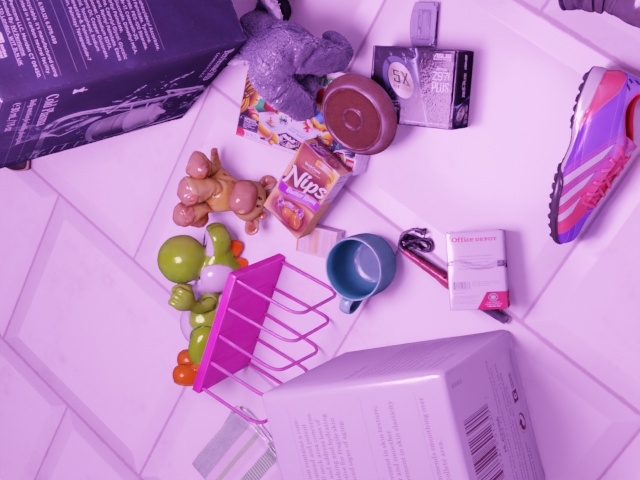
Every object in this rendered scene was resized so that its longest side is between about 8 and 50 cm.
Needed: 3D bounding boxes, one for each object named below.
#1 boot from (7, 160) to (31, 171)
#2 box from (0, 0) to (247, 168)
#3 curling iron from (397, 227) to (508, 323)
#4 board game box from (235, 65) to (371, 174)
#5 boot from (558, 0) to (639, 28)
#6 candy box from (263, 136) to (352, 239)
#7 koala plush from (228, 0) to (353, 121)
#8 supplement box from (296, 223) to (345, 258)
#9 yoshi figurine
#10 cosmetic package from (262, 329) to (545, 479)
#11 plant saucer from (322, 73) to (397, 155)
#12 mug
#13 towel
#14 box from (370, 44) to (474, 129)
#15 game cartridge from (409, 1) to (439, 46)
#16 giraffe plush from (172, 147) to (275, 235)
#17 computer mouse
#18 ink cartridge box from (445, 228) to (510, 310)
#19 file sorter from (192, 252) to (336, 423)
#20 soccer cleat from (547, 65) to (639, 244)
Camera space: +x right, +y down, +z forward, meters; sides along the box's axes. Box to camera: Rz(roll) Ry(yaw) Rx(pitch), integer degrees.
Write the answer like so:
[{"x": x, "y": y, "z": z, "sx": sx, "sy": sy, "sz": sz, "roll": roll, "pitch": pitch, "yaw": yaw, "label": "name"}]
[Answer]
[{"x": -0.861, "y": -0.218, "z": 2.399, "sx": 0.198, "sy": 0.137, "sz": 0.077, "roll": 17, "pitch": 108, "yaw": 28, "label": "boot"}, {"x": -0.471, "y": -0.382, "z": 1.826, "sx": 0.480, "sy": 0.472, "sz": 0.297, "roll": -26, "pitch": 87, "yaw": 64, "label": "box"}, {"x": 0.257, "y": 0.070, "z": 1.817, "sx": 0.274, "sy": 0.035, "sz": 0.068, "roll": 43, "pitch": 118, "yaw": 18, "label": "curling iron"}, {"x": -0.027, "y": -0.271, "z": 1.917, "sx": 0.305, "sy": 0.053, "sz": 0.193, "roll": 21, "pitch": 109, "yaw": 27, "label": "board game box"}, {"x": 0.520, "y": -0.516, "z": 1.498, "sx": 0.223, "sy": 0.118, "sz": 0.338, "roll": 29, "pitch": 109, "yaw": 30, "label": "boot"}, {"x": -0.028, "y": -0.106, "z": 1.895, "sx": 0.109, "sy": 0.053, "sz": 0.186, "roll": 45, "pitch": 124, "yaw": 15, "label": "candy box"}, {"x": -0.092, "y": -0.378, "z": 1.813, "sx": 0.196, "sy": 0.203, "sz": 0.221, "roll": -53, "pitch": 57, "yaw": 20, "label": "koala plush"}, {"x": 0.000, "y": 0.000, "z": 1.963, "sx": 0.098, "sy": 0.036, "sz": 0.062, "roll": 15, "pitch": 106, "yaw": 29, "label": "supplement box"}, {"x": -0.293, "y": 0.133, "z": 2.086, "sx": 0.204, "sy": 0.203, "sz": 0.362, "roll": 17, "pitch": 105, "yaw": 35, "label": "yoshi figurine"}, {"x": 0.163, "y": 0.382, "z": 1.765, "sx": 0.394, "sy": 0.327, "sz": 0.329, "roll": -12, "pitch": 93, "yaw": 32, "label": "cosmetic package"}, {"x": 0.068, "y": -0.237, "z": 1.786, "sx": 0.168, "sy": 0.029, "sz": 0.168, "roll": 18, "pitch": 126, "yaw": 26, "label": "plant saucer"}, {"x": 0.080, "y": 0.057, "z": 1.889, "sx": 0.158, "sy": 0.097, "sz": 0.129, "roll": -41, "pitch": 78, "yaw": 32, "label": "mug"}, {"x": -0.144, "y": 0.573, "z": 2.166, "sx": 0.325, "sy": 0.038, "sz": 0.248, "roll": 46, "pitch": 120, "yaw": 16, "label": "towel"}, {"x": 0.190, "y": -0.292, "z": 1.763, "sx": 0.180, "sy": 0.077, "sz": 0.147, "roll": 11, "pitch": 105, "yaw": 30, "label": "box"}, {"x": 0.198, "y": -0.413, "z": 1.772, "sx": 0.056, "sy": 0.017, "sz": 0.083, "roll": 10, "pitch": 105, "yaw": 26, "label": "game cartridge"}, {"x": -0.196, "y": -0.093, "z": 1.996, "sx": 0.170, "sy": 0.210, "sz": 0.181, "roll": 20, "pitch": 111, "yaw": 10, "label": "giraffe plush"}, {"x": -0.146, "y": -0.444, "z": 1.974, "sx": 0.242, "sy": 0.041, "sz": 0.071, "roll": -29, "pitch": 101, "yaw": 38, "label": "computer mouse"}, {"x": 0.298, "y": 0.054, "z": 1.753, "sx": 0.109, "sy": 0.063, "sz": 0.150, "roll": -3, "pitch": 91, "yaw": 18, "label": "ink cartridge box"}, {"x": -0.110, "y": 0.212, "z": 1.980, "sx": 0.182, "sy": 0.202, "sz": 0.290, "roll": 28, "pitch": 113, "yaw": 21, "label": "file sorter"}, {"x": 0.478, "y": -0.135, "z": 1.602, "sx": 0.116, "sy": 0.109, "sz": 0.318, "roll": 18, "pitch": 106, "yaw": 24, "label": "soccer cleat"}]
